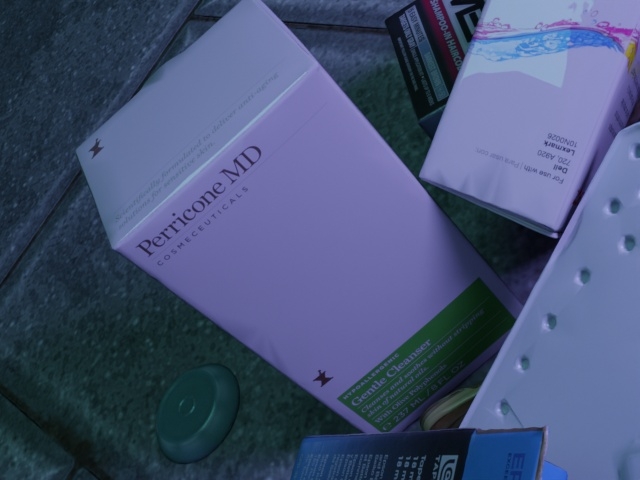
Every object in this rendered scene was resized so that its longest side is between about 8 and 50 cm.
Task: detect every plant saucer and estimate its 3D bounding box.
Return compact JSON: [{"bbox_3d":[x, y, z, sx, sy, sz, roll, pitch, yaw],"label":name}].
[{"bbox_3d":[-0.144,0.189,0.968,0.119,0.021,0.119,-21,48,25],"label":"plant saucer"}]

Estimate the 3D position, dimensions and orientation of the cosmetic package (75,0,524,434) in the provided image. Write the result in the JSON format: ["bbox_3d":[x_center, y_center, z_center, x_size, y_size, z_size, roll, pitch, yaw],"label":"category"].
[{"bbox_3d":[0.000,0.000,0.735,0.197,0.365,0.155,-42,42,7],"label":"cosmetic package"}]

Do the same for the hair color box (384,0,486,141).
[{"bbox_3d":[0.265,-0.241,0.889,0.375,0.113,0.185,-29,46,19],"label":"hair color box"}]

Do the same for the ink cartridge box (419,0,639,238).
[{"bbox_3d":[0.202,-0.151,0.702,0.117,0.201,0.278,23,99,20],"label":"ink cartridge box"}]

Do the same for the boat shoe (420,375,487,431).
[{"bbox_3d":[0.167,0.136,0.725,0.178,0.064,0.060,-38,47,19],"label":"boat shoe"}]

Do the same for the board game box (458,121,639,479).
[{"bbox_3d":[0.251,0.173,0.526,0.390,0.050,0.389,43,114,48],"label":"board game box"}]

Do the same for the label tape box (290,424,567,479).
[{"bbox_3d":[0.060,0.246,0.532,0.334,0.106,0.240,-30,42,64],"label":"label tape box"}]
